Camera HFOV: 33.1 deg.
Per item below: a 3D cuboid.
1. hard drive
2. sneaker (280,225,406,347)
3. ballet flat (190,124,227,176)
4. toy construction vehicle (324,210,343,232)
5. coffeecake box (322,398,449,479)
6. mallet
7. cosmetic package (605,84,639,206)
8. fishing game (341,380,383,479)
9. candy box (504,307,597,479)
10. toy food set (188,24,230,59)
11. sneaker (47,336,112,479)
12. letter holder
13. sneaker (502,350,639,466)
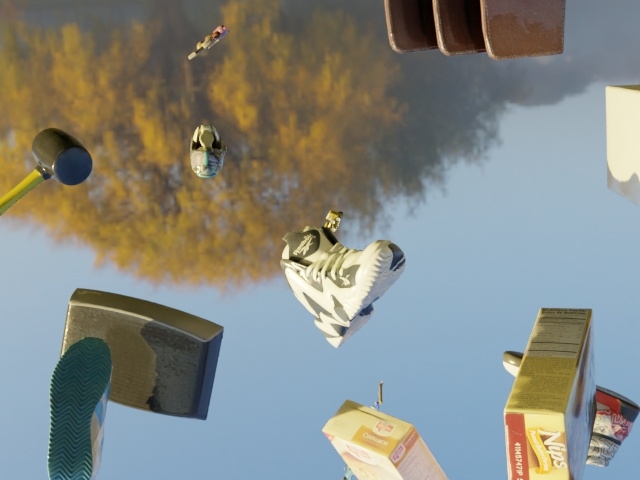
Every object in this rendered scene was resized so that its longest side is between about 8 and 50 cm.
[{"bbox_3d":[-0.287,0.180,1.676,0.254,0.172,0.054,14,-171,12],"label":"hard drive"},{"bbox_3d":[0.013,0.030,1.378,0.094,0.153,0.235,-41,168,-21],"label":"sneaker"},{"bbox_3d":[-0.120,-0.102,1.147,0.041,0.041,0.114,-5,-158,-5],"label":"ballet flat"},{"bbox_3d":[0.000,0.000,1.898,0.035,0.098,0.086,26,-146,-1],"label":"toy construction vehicle"},{"bbox_3d":[0.108,0.339,1.640,0.142,0.185,0.068,13,-126,47],"label":"coffeecake box"},{"bbox_3d":[-0.270,-0.021,0.904,0.190,0.039,0.062,-47,-141,-18],"label":"mallet"},{"bbox_3d":[0.494,-0.113,1.300,0.217,0.156,0.385,-3,-171,3],"label":"cosmetic package"},{"bbox_3d":[0.080,0.448,2.373,0.041,0.264,0.189,21,-166,0],"label":"fishing game"},{"bbox_3d":[0.336,0.244,1.545,0.087,0.183,0.316,1,-158,20],"label":"candy box"},{"bbox_3d":[-0.213,-0.385,2.067,0.078,0.019,0.122,-34,-170,17],"label":"toy food set"},{"bbox_3d":[-0.357,0.256,1.593,0.087,0.229,0.092,8,163,-4],"label":"sneaker"},{"bbox_3d":[0.206,-0.404,1.464,0.214,0.302,0.152,-9,-161,-20],"label":"letter holder"},{"bbox_3d":[0.421,0.305,1.906,0.270,0.145,0.090,24,-174,-9],"label":"sneaker"}]
